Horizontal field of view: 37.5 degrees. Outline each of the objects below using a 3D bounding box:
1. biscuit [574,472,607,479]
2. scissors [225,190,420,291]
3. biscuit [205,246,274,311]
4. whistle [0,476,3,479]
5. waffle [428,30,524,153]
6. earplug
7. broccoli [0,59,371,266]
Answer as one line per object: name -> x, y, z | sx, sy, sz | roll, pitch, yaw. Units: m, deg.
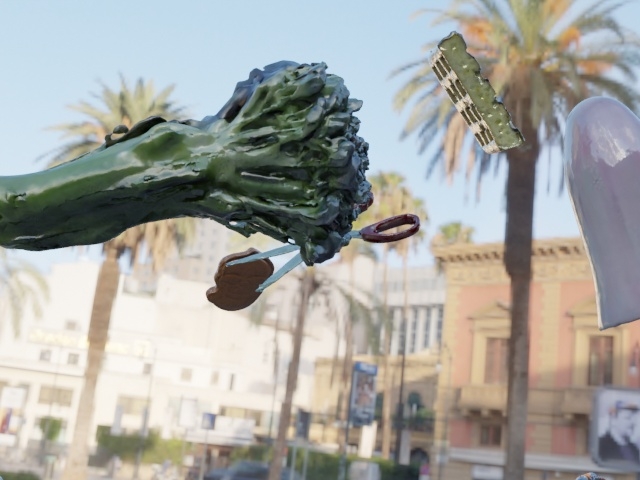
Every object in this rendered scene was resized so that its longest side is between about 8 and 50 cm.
biscuit -> 0.261, 0.361, 1.231 | 0.235, 0.063, 0.151 | -25, -7, 13
scissors -> 0.000, 0.000, 1.236 | 0.248, 0.017, 0.144 | -25, 35, -26
biscuit -> -0.133, 0.067, 1.578 | 0.102, 0.019, 0.130 | 16, -61, -32
whistle -> -0.358, 0.291, 0.955 | 0.253, 0.105, 0.102 | 17, 19, -45
waffle -> 0.293, -0.275, 1.813 | 0.055, 0.247, 0.221 | -32, 1, 3
earplug -> 0.406, -0.049, 1.243 | 0.172, 0.301, 0.172 | -16, -9, -2
broccoli -> -0.112, -0.042, 0.722 | 0.304, 0.164, 0.145 | -10, 28, -7
